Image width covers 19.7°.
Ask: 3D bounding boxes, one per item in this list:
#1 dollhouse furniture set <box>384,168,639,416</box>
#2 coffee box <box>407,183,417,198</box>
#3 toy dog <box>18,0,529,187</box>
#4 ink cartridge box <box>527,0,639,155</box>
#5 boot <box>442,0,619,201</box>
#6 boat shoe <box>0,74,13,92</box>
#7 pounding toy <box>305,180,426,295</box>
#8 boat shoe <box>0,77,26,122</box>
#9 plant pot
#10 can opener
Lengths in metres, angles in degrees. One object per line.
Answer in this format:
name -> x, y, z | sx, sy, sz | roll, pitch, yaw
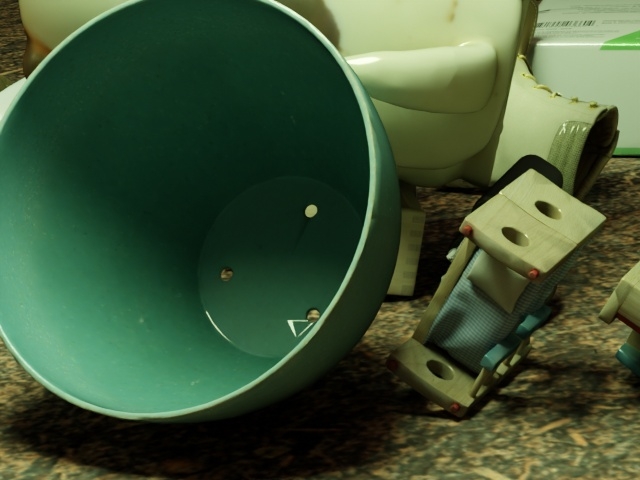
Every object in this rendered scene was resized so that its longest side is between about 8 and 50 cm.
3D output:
dollhouse furniture set -> 0.167, 0.067, 1.233 | 0.184, 0.129, 0.129 | 34, 30, 14
coffee box -> -0.060, -0.102, 1.775 | 0.168, 0.119, 0.297 | -14, 20, -32
toy dog -> -0.042, -0.180, 1.481 | 0.408, 0.284, 0.395 | 13, 31, 7
ink cartridge box -> 0.323, -0.183, 1.960 | 0.211, 0.121, 0.289 | 1, 18, 16
boot -> 0.211, -0.138, 1.751 | 0.165, 0.213, 0.077 | 11, -19, 34
boat shoe -> -0.427, -0.143, 2.100 | 0.178, 0.064, 0.060 | -18, -8, -44
pounding toy -> 0.000, 0.000, 1.504 | 0.141, 0.100, 0.130 | 5, 16, -9
boat shoe -> -0.200, -0.129, 1.686 | 0.094, 0.109, 0.302 | 41, 54, 9
plant pot -> -0.063, -0.003, 1.267 | 0.290, 0.290, 0.195 | 5, -13, 25
can opener -> 0.159, 0.008, 1.495 | 0.095, 0.076, 0.283 | 34, 25, 8
